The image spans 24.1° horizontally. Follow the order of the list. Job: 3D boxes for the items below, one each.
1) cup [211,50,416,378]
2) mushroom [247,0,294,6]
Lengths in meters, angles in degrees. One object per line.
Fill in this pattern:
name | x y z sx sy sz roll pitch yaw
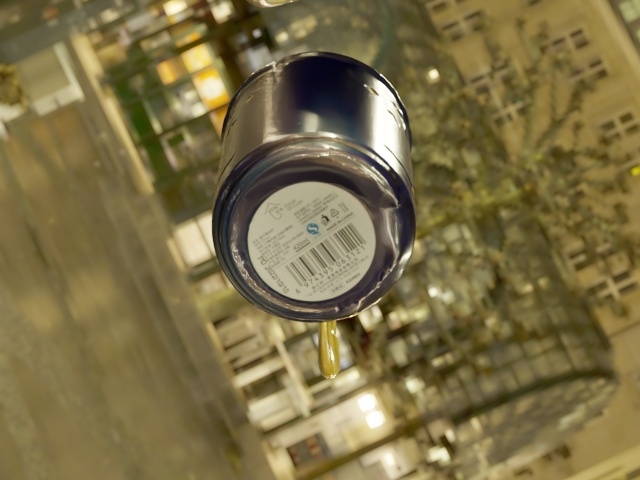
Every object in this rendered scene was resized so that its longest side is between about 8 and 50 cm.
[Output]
cup | 0.016 -0.014 1.302 0.255 0.178 0.256 57 12 -18
mushroom | 0.007 -0.376 1.563 0.217 0.292 0.212 -15 92 -49
